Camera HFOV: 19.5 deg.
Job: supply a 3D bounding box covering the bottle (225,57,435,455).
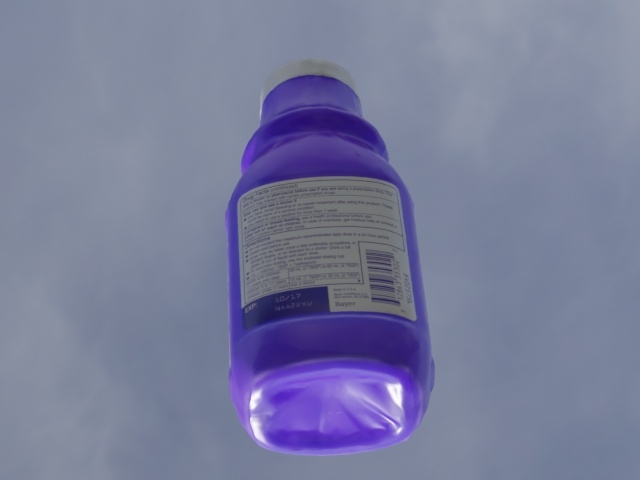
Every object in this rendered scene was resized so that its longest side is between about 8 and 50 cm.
[{"bbox_3d":[0.000,0.000,1.132,0.118,0.092,0.283,-3,-137,-2],"label":"bottle"}]
